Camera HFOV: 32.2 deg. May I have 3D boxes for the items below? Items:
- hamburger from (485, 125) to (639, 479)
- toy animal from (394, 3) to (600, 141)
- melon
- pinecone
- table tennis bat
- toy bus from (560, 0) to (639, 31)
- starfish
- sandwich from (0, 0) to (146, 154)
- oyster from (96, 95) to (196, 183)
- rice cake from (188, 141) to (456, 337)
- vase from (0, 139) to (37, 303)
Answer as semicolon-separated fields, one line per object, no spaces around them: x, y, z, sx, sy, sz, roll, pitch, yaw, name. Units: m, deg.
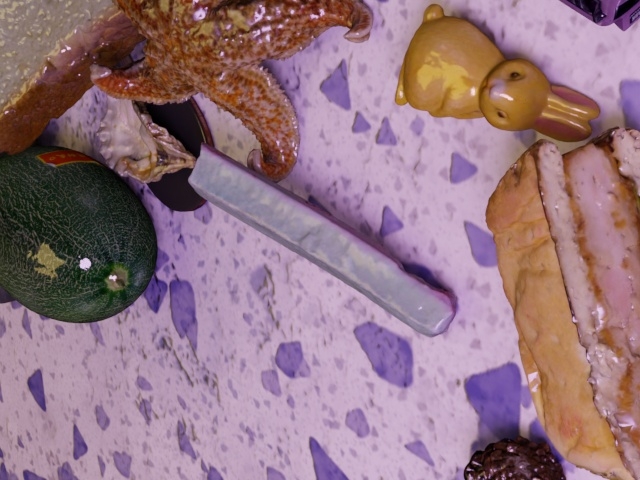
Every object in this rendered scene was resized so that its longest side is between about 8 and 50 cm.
0.204;0.057;0.799;0.131;0.124;0.262;-24;79;66;hamburger
0.138;-0.120;0.850;0.159;0.070;0.083;28;119;33;toy animal
-0.285;-0.005;1.241;0.287;0.182;0.182;36;125;42;melon
0.158;0.200;0.913;0.077;0.077;0.083;70;161;6;pinecone
-0.180;-0.131;1.217;0.130;0.019;0.220;-47;68;42;table tennis bat
0.166;-0.225;0.764;0.178;0.087;0.098;43;169;31;toy bus
-0.109;-0.196;0.996;0.312;0.113;0.303;16;145;16;starfish
-0.302;-0.270;1.183;0.288;0.099;0.254;-38;79;21;sandwich
-0.201;-0.118;1.194;0.146;0.045;0.121;-16;95;53;oyster
0.001;0.000;1.000;0.290;0.081;0.051;32;80;22;rice cake
-0.427;-0.078;1.413;0.251;0.156;0.301;-122;28;-61;vase
